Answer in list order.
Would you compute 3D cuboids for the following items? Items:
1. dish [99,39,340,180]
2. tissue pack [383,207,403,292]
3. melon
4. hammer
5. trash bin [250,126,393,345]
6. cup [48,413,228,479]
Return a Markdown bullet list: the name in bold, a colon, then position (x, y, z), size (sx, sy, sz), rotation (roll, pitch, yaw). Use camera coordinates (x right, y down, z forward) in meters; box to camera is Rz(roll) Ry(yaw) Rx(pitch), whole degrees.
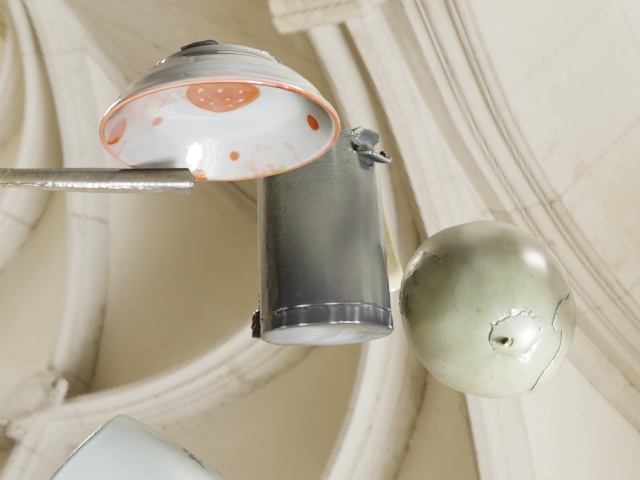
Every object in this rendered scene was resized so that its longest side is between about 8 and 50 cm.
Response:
- **dish**: position (-0.110, -0.150, 1.071), size (0.260, 0.260, 0.085), rotation (-12, -110, 22)
- **tissue pack**: position (0.076, -0.022, 1.845), size (0.090, 0.222, 0.186), rotation (-23, -157, -8)
- **melon**: position (0.253, 0.104, 1.503), size (0.268, 0.268, 0.330), rotation (-28, -162, 4)
- **hammer**: position (-0.287, -0.069, 1.075), size (0.297, 0.027, 0.125), rotation (-1, -128, -21)
- **trash bin**: position (0.000, 0.000, 1.507), size (0.252, 0.203, 0.301), rotation (-14, -108, 35)
- **cup**: position (-0.190, 0.333, 1.090), size (0.234, 0.258, 0.186), rotation (41, -126, 7)
